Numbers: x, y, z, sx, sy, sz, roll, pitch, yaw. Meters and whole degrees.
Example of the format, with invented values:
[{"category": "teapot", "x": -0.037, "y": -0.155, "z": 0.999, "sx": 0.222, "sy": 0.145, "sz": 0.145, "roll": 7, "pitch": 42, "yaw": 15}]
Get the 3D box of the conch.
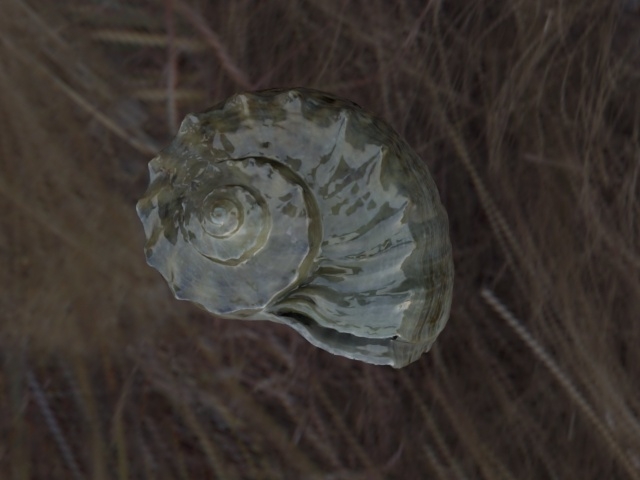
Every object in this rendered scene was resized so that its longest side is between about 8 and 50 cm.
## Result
[{"category": "conch", "x": 0.000, "y": 0.000, "z": 0.846, "sx": 0.130, "sy": 0.207, "sz": 0.155, "roll": -29, "pitch": 77, "yaw": 17}]
